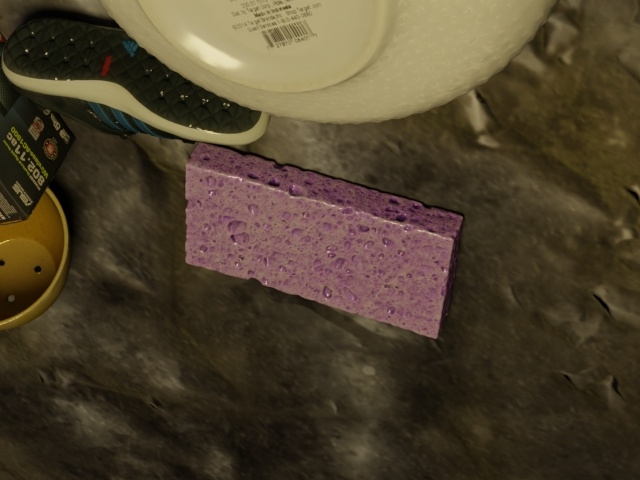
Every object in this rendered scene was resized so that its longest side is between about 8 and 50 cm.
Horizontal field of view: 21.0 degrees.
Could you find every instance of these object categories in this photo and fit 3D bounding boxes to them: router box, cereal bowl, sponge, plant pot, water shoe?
[{"bbox_3d":[-0.244,-0.086,1.282,0.038,0.092,0.122,-8,131,32],"label":"router box"},{"bbox_3d":[-0.017,-0.193,1.021,0.339,0.141,0.339,13,138,12],"label":"cereal bowl"},{"bbox_3d":[0.000,0.000,1.307,0.210,0.031,0.117,17,140,9],"label":"sponge"},{"bbox_3d":[-0.257,0.017,1.391,0.134,0.134,0.095,15,165,11],"label":"plant pot"},{"bbox_3d":[-0.126,-0.109,1.235,0.203,0.073,0.080,18,162,13],"label":"water shoe"}]
